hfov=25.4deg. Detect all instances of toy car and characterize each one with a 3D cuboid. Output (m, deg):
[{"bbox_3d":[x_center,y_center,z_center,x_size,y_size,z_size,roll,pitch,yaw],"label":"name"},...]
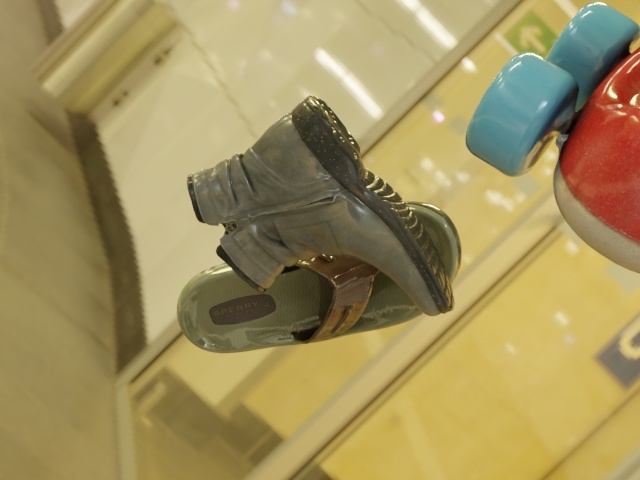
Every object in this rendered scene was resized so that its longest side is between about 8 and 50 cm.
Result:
[{"bbox_3d":[0.246,-0.109,0.824,0.219,0.238,0.210,35,40,15],"label":"toy car"}]

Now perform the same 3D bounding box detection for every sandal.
[{"bbox_3d":[-0.002,0.054,1.405,0.086,0.303,0.120,-57,127,-73],"label":"sandal"}]

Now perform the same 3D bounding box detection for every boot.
[{"bbox_3d":[0.000,0.000,1.322,0.246,0.161,0.083,52,14,-7],"label":"boot"}]
